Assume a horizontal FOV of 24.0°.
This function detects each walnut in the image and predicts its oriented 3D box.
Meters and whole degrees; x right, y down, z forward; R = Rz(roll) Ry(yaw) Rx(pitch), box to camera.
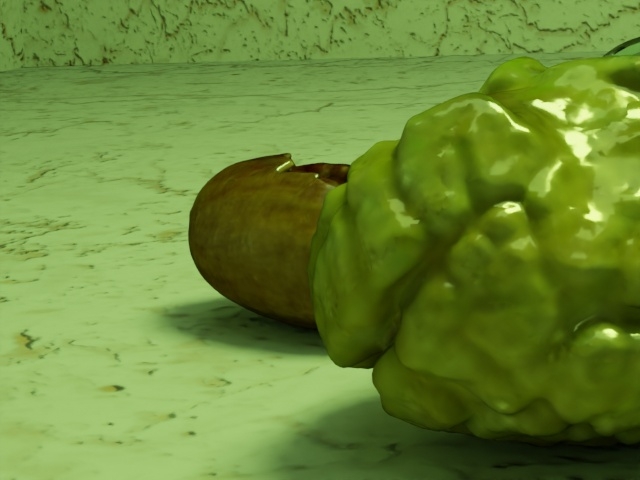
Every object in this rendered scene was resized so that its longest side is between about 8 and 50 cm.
[{"bbox_3d":[0.000,0.000,0.922,0.116,0.115,0.207,-14,16,-41],"label":"walnut"}]

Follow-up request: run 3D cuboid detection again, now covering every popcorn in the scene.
[{"bbox_3d":[0.114,0.015,0.710,0.226,0.200,0.203,-36,-14,-5],"label":"popcorn"}]

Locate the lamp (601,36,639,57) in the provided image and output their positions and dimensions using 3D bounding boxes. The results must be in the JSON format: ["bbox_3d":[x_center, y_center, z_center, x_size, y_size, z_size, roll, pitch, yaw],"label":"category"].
[{"bbox_3d":[0.238,-0.061,0.875,0.266,0.047,0.269,-13,32,43],"label":"lamp"}]
